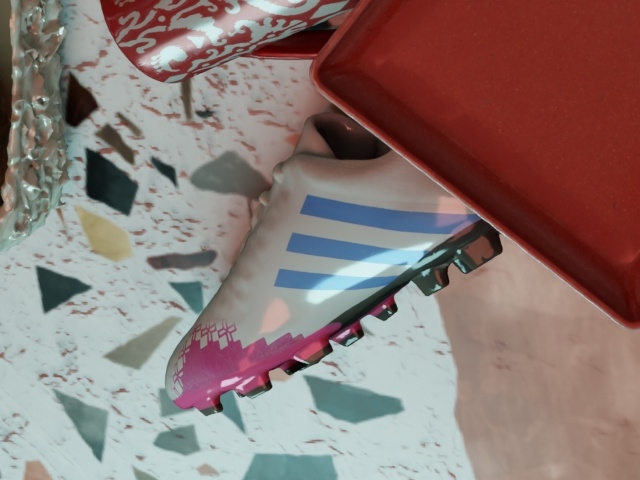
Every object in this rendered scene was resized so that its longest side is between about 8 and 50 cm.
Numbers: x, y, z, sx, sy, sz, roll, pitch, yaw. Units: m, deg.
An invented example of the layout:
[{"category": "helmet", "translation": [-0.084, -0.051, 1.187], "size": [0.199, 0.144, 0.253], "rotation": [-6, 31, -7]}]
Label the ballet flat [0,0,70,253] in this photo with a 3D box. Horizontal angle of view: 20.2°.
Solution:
[{"category": "ballet flat", "translation": [-0.236, -0.160, 1.164], "size": [0.147, 0.147, 0.409], "rotation": [5, 121, 15]}]

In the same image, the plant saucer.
[{"category": "plant saucer", "translation": [0.169, -0.121, 1.062], "size": [0.259, 0.048, 0.258], "rotation": [37, 100, -8]}]

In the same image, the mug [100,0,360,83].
[{"category": "mug", "translation": [-0.037, -0.155, 1.118], "size": [0.169, 0.113, 0.150], "rotation": [-22, 110, 32]}]

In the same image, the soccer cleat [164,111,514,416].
[{"category": "soccer cleat", "translation": [0.000, 0.000, 1.216], "size": [0.331, 0.116, 0.143], "rotation": [-33, 85, 33]}]
